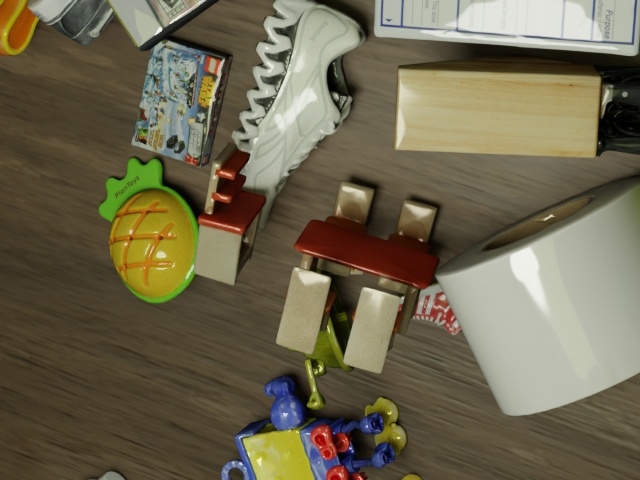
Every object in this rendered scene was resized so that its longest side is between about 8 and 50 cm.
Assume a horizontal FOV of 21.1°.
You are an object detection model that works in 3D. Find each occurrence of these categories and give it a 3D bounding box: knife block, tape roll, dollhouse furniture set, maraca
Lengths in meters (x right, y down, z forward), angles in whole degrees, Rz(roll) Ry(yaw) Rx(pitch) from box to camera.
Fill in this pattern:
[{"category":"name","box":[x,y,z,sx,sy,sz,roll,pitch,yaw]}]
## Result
[{"category":"knife block","box":[0.246,-0.136,1.794,0.242,0.275,0.088,15,109,45]},{"category":"tape roll","box":[0.265,0.057,1.824,0.246,0.246,0.169,-24,95,22]},{"category":"dollhouse furniture set","box":[0.000,0.000,1.865,0.259,0.262,0.135,16,115,6]},{"category":"maraca","box":[-0.204,-0.012,2.046,0.127,0.099,0.186,-38,63,20]}]

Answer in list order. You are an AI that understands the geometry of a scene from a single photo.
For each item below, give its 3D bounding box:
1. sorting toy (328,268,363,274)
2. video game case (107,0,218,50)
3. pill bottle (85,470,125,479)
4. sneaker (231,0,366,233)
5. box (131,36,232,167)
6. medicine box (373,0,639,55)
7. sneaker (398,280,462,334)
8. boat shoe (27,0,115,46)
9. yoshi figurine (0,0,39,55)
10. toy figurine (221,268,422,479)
[{"category":"sorting toy","box":[0.019,0.000,2.016,0.062,0.012,0.083,0,103,19]},{"category":"video game case","box":[-0.154,-0.383,1.863,0.275,0.035,0.248,-33,88,16]},{"category":"pill bottle","box":[-0.297,0.344,2.173,0.120,0.067,0.067,-38,89,22]},{"category":"sneaker","box":[-0.033,-0.134,1.958,0.118,0.110,0.292,18,108,4]},{"category":"box","box":[-0.164,-0.165,2.030,0.094,0.027,0.137,19,108,15]},{"category":"medicine box","box":[0.213,-0.341,1.798,0.289,0.149,0.264,6,105,16]},{"category":"sneaker","box":[0.126,0.085,1.985,0.118,0.042,0.067,-20,92,19]},{"category":"boat shoe","box":[-0.206,-0.352,1.967,0.102,0.108,0.301,35,101,-27]},{"category":"yoshi figurine","box":[-0.521,-0.324,2.025,0.362,0.203,0.204,27,119,17]},{"category":"toy figurine","box":[-0.041,0.237,2.006,0.217,0.191,0.363,-18,96,26]}]
